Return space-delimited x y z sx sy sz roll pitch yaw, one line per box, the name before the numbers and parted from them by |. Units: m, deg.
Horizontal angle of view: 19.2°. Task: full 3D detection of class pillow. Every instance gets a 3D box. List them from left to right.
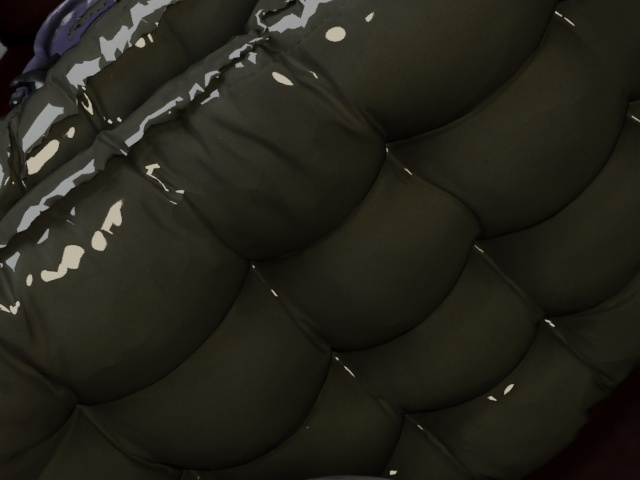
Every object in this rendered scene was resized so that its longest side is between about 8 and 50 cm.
pillow | 0.000 0.000 0.533 0.326 0.228 0.101 -40 47 3

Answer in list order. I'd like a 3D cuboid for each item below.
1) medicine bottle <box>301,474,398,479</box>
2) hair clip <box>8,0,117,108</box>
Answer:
medicine bottle | -0.005 0.189 0.439 0.131 0.131 0.250 -2 54 42
hair clip | -0.092 -0.108 0.876 0.124 0.052 0.195 -1 49 36
